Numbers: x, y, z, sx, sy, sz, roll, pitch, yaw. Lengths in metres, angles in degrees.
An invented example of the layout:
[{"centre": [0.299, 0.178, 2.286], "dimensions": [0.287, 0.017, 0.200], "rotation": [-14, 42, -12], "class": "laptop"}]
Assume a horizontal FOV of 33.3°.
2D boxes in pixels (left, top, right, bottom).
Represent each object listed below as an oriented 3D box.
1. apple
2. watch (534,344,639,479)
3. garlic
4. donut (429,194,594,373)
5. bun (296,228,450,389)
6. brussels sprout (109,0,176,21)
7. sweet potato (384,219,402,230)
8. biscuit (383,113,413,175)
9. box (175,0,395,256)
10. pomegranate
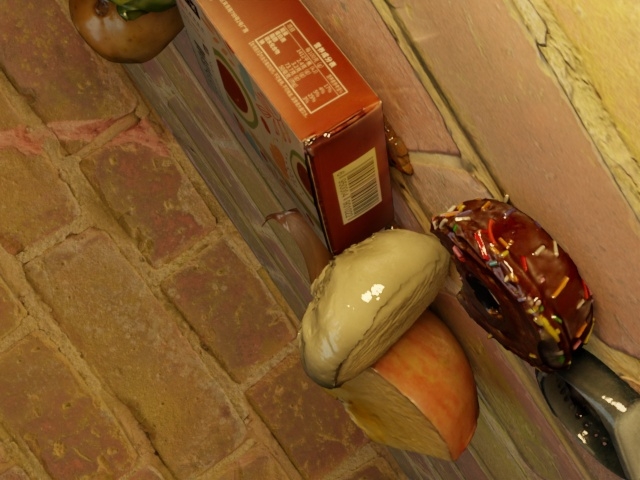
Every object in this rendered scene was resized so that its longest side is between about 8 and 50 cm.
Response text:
[{"centre": [0.114, 0.217, 1.852], "dimensions": [0.309, 0.252, 0.314], "rotation": [56, -165, -26], "class": "apple"}, {"centre": [0.349, 0.214, 1.357], "dimensions": [0.206, 0.068, 0.193], "rotation": [58, 169, -32], "class": "watch"}, {"centre": [0.002, 0.002, 2.120], "dimensions": [0.115, 0.128, 0.206], "rotation": [-11, -119, -53], "class": "garlic"}, {"centre": [0.231, 0.047, 1.250], "dimensions": [0.216, 0.096, 0.230], "rotation": [35, 159, 55], "class": "donut"}, {"centre": [0.065, 0.085, 1.595], "dimensions": [0.146, 0.287, 0.287], "rotation": [45, 168, 13], "class": "bun"}, {"centre": [-0.303, -0.473, 1.612], "dimensions": [0.259, 0.227, 0.294], "rotation": [34, 155, 23], "class": "brussels sprout"}, {"centre": [0.124, -0.002, 1.739], "dimensions": [0.049, 0.049, 0.117], "rotation": [37, 150, 59], "class": "sweet potato"}, {"centre": [0.083, -0.142, 1.508], "dimensions": [0.119, 0.019, 0.130], "rotation": [59, 169, -26], "class": "biscuit"}, {"centre": [-0.053, -0.212, 1.542], "dimensions": [0.385, 0.122, 0.344], "rotation": [54, 171, 24], "class": "box"}, {"centre": [-0.360, -0.439, 1.988], "dimensions": [0.233, 0.233, 0.233], "rotation": [52, 170, 13], "class": "pomegranate"}]
